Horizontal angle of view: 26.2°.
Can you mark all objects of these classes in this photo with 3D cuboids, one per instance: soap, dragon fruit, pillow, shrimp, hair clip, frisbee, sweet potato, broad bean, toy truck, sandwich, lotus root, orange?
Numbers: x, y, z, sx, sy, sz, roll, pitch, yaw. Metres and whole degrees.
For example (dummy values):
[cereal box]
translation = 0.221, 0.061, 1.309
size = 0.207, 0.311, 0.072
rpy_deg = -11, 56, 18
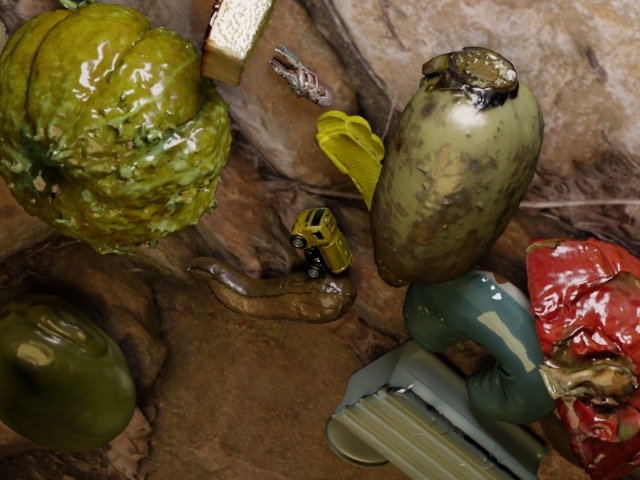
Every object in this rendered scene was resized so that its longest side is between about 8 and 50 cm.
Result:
[soap]
translation = 0.163, 0.255, 1.814
size = 0.261, 0.094, 0.150
rpy_deg = 40, 139, -15
[dragon fruit]
translation = 0.351, 0.150, 1.550
size = 0.152, 0.205, 0.317
rpy_deg = -17, 118, 26
[pillow]
translation = 0.197, 0.127, 1.668
size = 0.233, 0.086, 0.214
rpy_deg = 45, 146, -5
[shrimp]
translation = -0.026, -0.182, 1.549
size = 0.092, 0.029, 0.038
rpy_deg = 48, 139, -13
[hair clip]
translation = 0.054, -0.084, 1.586
size = 0.072, 0.046, 0.173
rpy_deg = -21, 120, 32
[frisbee]
translation = 0.058, 0.278, 1.926
size = 0.110, 0.014, 0.110
rpy_deg = 12, 132, 14
[sweet potato]
translation = -0.059, 0.066, 1.759
size = 0.233, 0.062, 0.081
rpy_deg = 6, 116, 22
[broad bean]
translation = -0.384, 0.193, 1.966
size = 0.238, 0.119, 0.291
rpy_deg = -1, 132, 11
[toy truck]
translation = 0.000, 0.000, 1.681
size = 0.054, 0.049, 0.083
rpy_deg = -8, 126, 27
[sandwich]
translation = -0.070, -0.262, 1.454
size = 0.058, 0.193, 0.162
rpy_deg = 24, 171, -3
[lotus root]
translation = 0.140, -0.057, 1.495
size = 0.173, 0.173, 0.309
rpy_deg = 21, 130, 4
[orange]
translation = -0.255, -0.117, 1.569
size = 0.300, 0.223, 0.301
rpy_deg = 27, 135, 6

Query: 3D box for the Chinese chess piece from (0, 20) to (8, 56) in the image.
[Chinese chess piece]
translation = -0.496, -0.234, 1.647
size = 0.250, 0.103, 0.249
rpy_deg = 11, 134, 12
